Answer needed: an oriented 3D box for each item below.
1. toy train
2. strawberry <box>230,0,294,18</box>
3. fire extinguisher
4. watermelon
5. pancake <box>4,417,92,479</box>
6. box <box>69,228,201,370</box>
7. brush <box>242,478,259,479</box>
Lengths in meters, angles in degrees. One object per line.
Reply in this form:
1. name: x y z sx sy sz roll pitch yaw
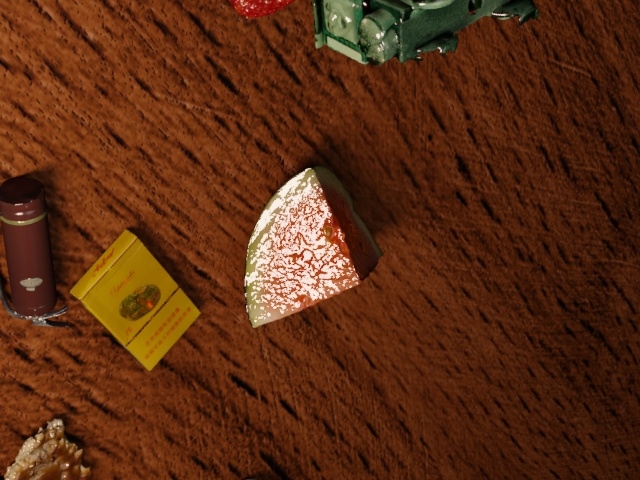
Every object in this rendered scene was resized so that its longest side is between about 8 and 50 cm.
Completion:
1. toy train: 0.122 -0.270 1.403 0.269 0.154 0.115 -33 137 -29
2. strawberry: -0.055 -0.244 1.285 0.073 0.083 0.073 -18 120 -34
3. fire extinguisher: -0.270 0.019 1.254 0.064 0.043 0.158 -6 124 -12
4. watermelon: -0.014 -0.006 1.493 0.193 0.137 0.145 -31 100 -32
5. pancake: -0.306 0.303 1.398 0.266 0.057 0.244 -9 121 -44
6. box: -0.188 0.064 1.395 0.087 0.023 0.155 -47 141 -11
7. brush: -0.175 0.378 1.601 0.297 0.068 0.060 -29 150 -36
